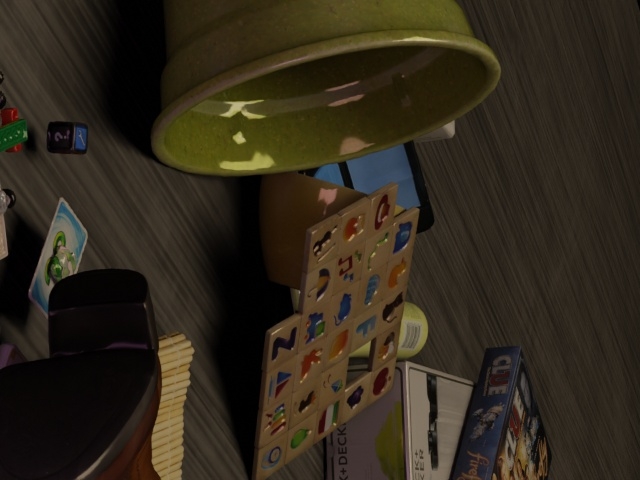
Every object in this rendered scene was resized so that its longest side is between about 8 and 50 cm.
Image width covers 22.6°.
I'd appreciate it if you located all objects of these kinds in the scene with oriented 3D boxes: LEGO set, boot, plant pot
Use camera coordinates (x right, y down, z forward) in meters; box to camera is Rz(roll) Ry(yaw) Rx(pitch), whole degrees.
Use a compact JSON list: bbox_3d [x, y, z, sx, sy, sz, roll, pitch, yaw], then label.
[{"bbox_3d":[-0.212,0.002,0.993,0.182,0.060,0.244,64,34,-55],"label":"LEGO set"},{"bbox_3d":[-0.131,0.189,0.937,0.264,0.096,0.281,-111,-164,-71],"label":"boot"},{"bbox_3d":[0.000,0.000,1.418,0.134,0.134,0.095,20,86,-66],"label":"plant pot"},{"bbox_3d":[-0.020,-0.215,1.261,0.276,0.276,0.254,21,54,-66],"label":"plant pot"}]

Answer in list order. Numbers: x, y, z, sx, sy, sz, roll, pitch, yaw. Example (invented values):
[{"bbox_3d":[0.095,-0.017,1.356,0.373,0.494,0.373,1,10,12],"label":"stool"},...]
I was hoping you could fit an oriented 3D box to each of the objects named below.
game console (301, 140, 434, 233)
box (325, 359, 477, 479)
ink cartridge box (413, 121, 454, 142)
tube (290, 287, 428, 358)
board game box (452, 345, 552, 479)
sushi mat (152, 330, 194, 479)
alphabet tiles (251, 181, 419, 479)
[{"bbox_3d":[0.049,-0.041,1.594,0.085,0.124,0.144,-113,-175,-62],"label":"game console"},{"bbox_3d":[0.096,0.220,1.633,0.290,0.087,0.169,26,60,-65],"label":"box"},{"bbox_3d":[0.079,-0.200,1.706,0.190,0.082,0.140,34,53,-62],"label":"ink cartridge box"},{"bbox_3d":[0.029,0.078,1.553,0.062,0.070,0.240,-56,155,11],"label":"tube"},{"bbox_3d":[0.192,0.250,1.690,0.243,0.042,0.165,-67,145,-51],"label":"board game box"},{"bbox_3d":[-0.163,0.154,1.055,0.316,0.019,0.151,-13,108,-69],"label":"sushi mat"},{"bbox_3d":[0.015,0.072,1.368,0.198,0.009,0.237,-29,136,-44],"label":"alphabet tiles"}]
